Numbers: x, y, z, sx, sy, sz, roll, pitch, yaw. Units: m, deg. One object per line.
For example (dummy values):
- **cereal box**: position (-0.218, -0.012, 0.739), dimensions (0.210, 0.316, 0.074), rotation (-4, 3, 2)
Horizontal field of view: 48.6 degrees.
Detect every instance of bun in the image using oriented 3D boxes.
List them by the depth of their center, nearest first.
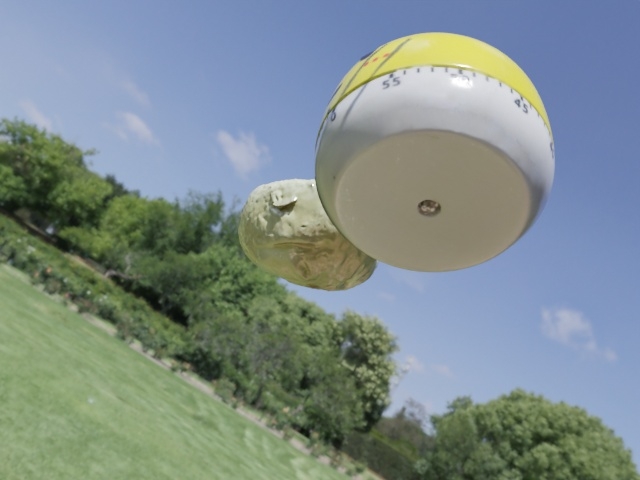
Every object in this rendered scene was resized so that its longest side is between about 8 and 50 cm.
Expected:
- **bun**: position (0.000, 0.000, 1.045), dimensions (0.243, 0.153, 0.244), rotation (-3, -12, -1)

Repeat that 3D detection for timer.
- **timer**: position (0.130, -0.128, 0.821), dimensions (0.285, 0.285, 0.285), rotation (30, -13, 8)
